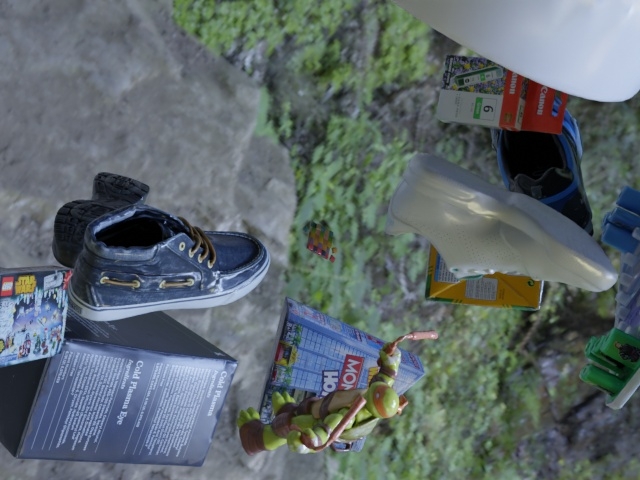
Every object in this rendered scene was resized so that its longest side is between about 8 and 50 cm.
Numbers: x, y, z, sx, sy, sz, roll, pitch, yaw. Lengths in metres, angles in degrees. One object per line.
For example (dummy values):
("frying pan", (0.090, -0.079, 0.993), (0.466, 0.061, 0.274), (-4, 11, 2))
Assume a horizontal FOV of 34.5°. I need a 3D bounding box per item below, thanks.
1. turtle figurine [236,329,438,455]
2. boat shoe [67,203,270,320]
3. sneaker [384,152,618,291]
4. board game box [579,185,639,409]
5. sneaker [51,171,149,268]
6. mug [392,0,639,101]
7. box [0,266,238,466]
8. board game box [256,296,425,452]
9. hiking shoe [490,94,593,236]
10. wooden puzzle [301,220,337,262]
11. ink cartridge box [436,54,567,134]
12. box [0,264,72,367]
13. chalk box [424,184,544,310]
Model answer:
("turtle figurine", (0.023, 0.197, 1.212), (0.269, 0.217, 0.087), (-39, 105, -49))
("boat shoe", (-0.110, 0.011, 0.831), (0.183, 0.083, 0.065), (-13, 55, -36))
("sneaker", (0.160, 0.005, 0.934), (0.212, 0.094, 0.080), (27, 22, 1))
("board game box", (0.397, -0.072, 1.075), (0.050, 0.390, 0.390), (28, 32, 3))
("sneaker", (-0.327, -0.004, 1.539), (0.109, 0.130, 0.286), (19, 20, 1))
("mug", (0.151, -0.298, 0.630), (0.374, 0.328, 0.276), (-7, 46, -49))
("box", (-0.359, 0.184, 1.545), (0.313, 0.343, 0.178), (14, 98, -42))
("board game box", (0.027, 0.188, 1.335), (0.194, 0.194, 0.060), (12, 17, -7))
("hiking shoe", (0.267, -0.127, 1.268), (0.304, 0.113, 0.132), (-98, 165, -45))
("wooden puzzle", (0.000, 0.000, 1.675), (0.083, 0.006, 0.049), (29, 60, -38))
("ink cartridge box", (0.170, -0.136, 0.961), (0.029, 0.115, 0.062), (6, 94, -66))
("box", (-0.298, 0.074, 1.030), (0.137, 0.027, 0.093), (-4, 102, -74))
("chalk box", (0.268, -0.001, 1.700), (0.179, 0.180, 0.289), (6, 6, 4))
